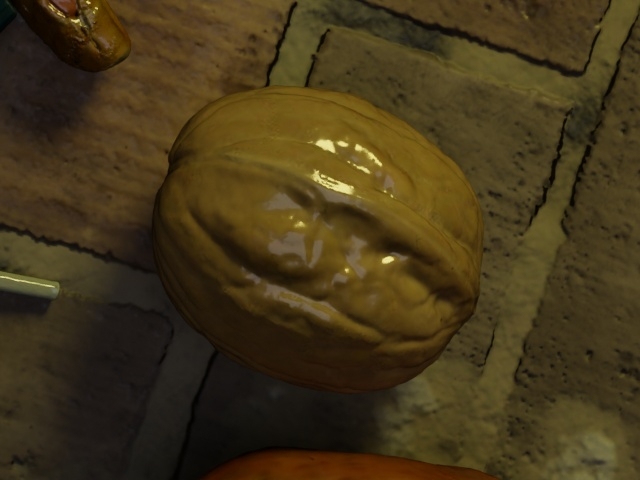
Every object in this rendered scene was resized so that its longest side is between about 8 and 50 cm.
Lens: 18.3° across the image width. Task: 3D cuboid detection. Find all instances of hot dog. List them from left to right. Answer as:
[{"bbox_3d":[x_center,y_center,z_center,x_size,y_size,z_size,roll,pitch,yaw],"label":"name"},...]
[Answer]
[{"bbox_3d":[-0.239,-0.243,1.466,0.061,0.088,0.286,-35,98,-7],"label":"hot dog"}]

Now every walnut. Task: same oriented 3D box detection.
[{"bbox_3d":[0.000,0.000,1.483,0.261,0.225,0.225,27,96,-11],"label":"walnut"}]

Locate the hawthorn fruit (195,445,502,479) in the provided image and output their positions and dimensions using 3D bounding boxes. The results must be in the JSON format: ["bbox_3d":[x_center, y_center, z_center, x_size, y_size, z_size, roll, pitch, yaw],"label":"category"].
[{"bbox_3d":[0.027,0.387,1.447,0.471,0.472,0.472,-2,101,-8],"label":"hawthorn fruit"}]

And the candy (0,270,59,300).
[{"bbox_3d":[-0.374,0.007,1.492,0.365,0.124,0.124,11,99,-19],"label":"candy"}]

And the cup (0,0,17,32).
[{"bbox_3d":[-0.326,-0.170,1.452,0.155,0.131,0.176,-40,78,-4],"label":"cup"}]
